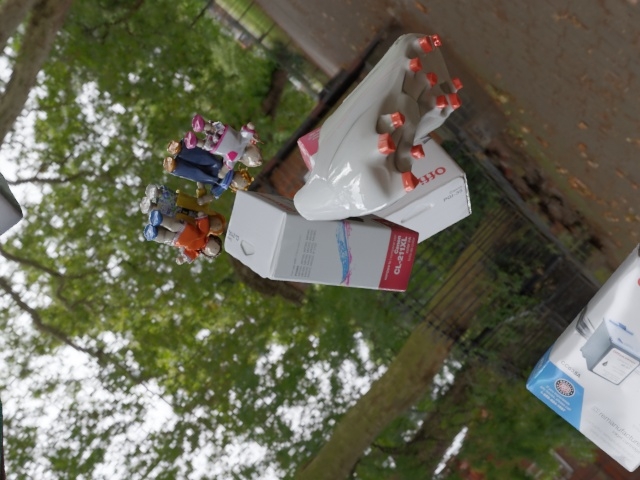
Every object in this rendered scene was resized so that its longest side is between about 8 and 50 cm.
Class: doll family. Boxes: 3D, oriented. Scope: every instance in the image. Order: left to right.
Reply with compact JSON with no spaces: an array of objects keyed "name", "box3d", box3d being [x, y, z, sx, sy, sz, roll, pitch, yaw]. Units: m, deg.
[{"name":"doll family","box3d":[-0.196,-0.091,1.178,0.163,0.263,0.118,22,-173,-41]}]

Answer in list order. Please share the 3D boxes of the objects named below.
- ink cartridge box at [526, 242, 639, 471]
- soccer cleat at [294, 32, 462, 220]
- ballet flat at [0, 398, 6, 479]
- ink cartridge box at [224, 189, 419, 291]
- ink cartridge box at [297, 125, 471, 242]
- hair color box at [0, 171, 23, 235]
[{"name":"ink cartridge box","box3d":[0.334,0.120,0.738,0.139,0.191,0.082,39,-153,16]},{"name":"soccer cleat","box3d":[0.040,-0.081,0.463,0.068,0.076,0.196,57,-143,-22]},{"name":"ballet flat","box3d":[-0.282,0.210,0.540,0.079,0.222,0.077,-2,-177,23]},{"name":"ink cartridge box","box3d":[0.000,0.000,0.780,0.175,0.073,0.127,8,-169,-32]},{"name":"ink cartridge box","box3d":[0.112,-0.119,1.282,0.283,0.207,0.117,58,175,41]},{"name":"hair color box","box3d":[-0.413,0.021,0.450,0.113,0.374,0.185,34,160,52]}]
